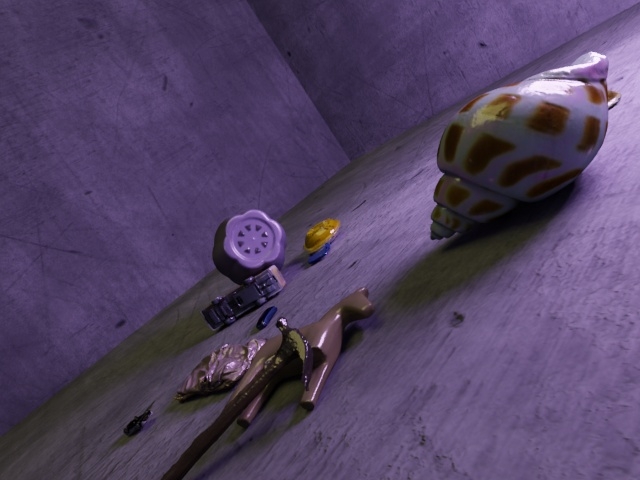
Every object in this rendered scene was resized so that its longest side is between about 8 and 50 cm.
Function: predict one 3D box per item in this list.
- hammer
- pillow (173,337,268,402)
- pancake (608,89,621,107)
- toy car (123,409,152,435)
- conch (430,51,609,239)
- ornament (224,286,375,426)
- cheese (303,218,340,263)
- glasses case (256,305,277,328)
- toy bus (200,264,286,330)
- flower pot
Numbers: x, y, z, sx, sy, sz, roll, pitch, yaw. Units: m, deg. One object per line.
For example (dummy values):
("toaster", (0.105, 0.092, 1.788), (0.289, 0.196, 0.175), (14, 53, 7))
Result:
("hammer", (-0.127, 0.250, 0.628), (0.297, 0.027, 0.125), (-45, 45, -5))
("pillow", (-0.226, 0.279, 0.937), (0.248, 0.049, 0.135), (-30, 16, 38))
("pancake", (0.622, -0.306, 0.978), (0.116, 0.023, 0.129), (-27, 18, 37))
("toy car", (-0.410, 0.413, 0.967), (0.093, 0.025, 0.041), (-32, 12, 30))
("conch", (0.331, -0.149, 0.743), (0.249, 0.197, 0.368), (9, -32, -46))
("ornament", (-0.018, 0.178, 0.710), (0.230, 0.061, 0.245), (-27, 18, 32))
("cheese", (0.000, 0.000, 1.414), (0.156, 0.064, 0.250), (-32, 21, 22))
("glasses case", (-0.141, 0.196, 1.098), (0.033, 0.023, 0.083), (-26, 13, 27))
("toy bus", (-0.235, 0.174, 1.311), (0.268, 0.092, 0.106), (-32, 2, 14))
("flower pot", (-0.223, 0.009, 1.399), (0.265, 0.265, 0.243), (-38, 0, -17))
